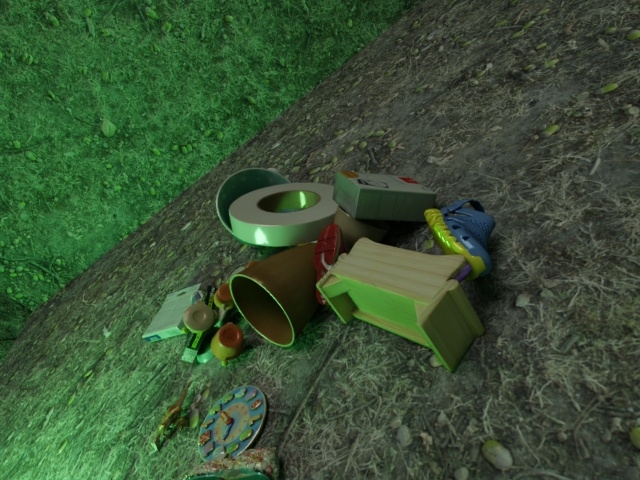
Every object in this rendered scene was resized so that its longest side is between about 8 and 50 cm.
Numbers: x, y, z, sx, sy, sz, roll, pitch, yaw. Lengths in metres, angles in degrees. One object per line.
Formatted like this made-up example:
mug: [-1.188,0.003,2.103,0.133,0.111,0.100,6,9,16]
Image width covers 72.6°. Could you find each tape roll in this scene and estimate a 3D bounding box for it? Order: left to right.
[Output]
tape roll: [-0.099,-0.097,1.411,0.392,0.072,0.392,-5,26,2]

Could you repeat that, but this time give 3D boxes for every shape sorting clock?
shape sorting clock: [-0.221,0.453,1.083,0.206,0.040,0.206,-29,32,20]

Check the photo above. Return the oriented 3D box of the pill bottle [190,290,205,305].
pill bottle: [-0.434,0.234,1.599,0.067,0.067,0.120,-45,29,-8]

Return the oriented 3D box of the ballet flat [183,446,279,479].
ballet flat: [-0.187,0.500,0.948,0.241,0.091,0.077,-17,26,21]

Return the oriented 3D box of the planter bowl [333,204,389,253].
planter bowl: [0.103,-0.023,1.259,0.109,0.162,0.162,-65,24,18]

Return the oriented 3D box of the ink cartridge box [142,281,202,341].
ink cartridge box: [-0.567,0.282,1.709,0.223,0.045,0.224,-19,35,32]

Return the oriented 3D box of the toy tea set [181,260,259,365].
toy tea set: [-0.257,0.216,1.345,0.336,0.200,0.124,-43,-11,-36]

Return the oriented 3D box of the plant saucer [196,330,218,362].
plant saucer: [-0.363,0.341,1.419,0.119,0.021,0.119,-29,31,20]

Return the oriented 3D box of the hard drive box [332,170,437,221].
hard drive box: [0.174,-0.125,1.228,0.181,0.232,0.089,-129,45,-60]

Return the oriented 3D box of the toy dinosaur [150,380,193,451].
toy dinosaur: [-0.416,0.487,1.238,0.112,0.064,0.211,-8,43,46]

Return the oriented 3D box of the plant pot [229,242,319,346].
plant pot: [-0.078,0.121,1.213,0.237,0.237,0.254,0,32,49]

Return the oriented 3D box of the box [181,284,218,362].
box: [-0.395,0.271,1.432,0.190,0.045,0.184,-62,15,16]

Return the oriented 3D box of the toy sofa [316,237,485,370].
toy sofa: [0.174,0.122,0.966,0.177,0.150,0.363,-47,30,-21]

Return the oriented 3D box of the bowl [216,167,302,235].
bowl: [-0.239,-0.100,1.642,0.311,0.312,0.163,-58,1,-29]

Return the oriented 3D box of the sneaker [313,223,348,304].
sneaker: [0.054,0.073,1.172,0.087,0.128,0.221,-9,68,46]

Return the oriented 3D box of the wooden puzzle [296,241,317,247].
wooden puzzle: [0.000,0.000,1.439,0.239,0.044,0.221,-15,38,37]

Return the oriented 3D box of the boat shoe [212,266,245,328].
boat shoe: [-0.291,0.200,1.469,0.095,0.079,0.254,-27,29,27]

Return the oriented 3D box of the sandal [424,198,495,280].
sandal: [0.328,-0.021,0.980,0.138,0.126,0.317,-23,21,11]

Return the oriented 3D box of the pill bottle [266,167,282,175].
pill bottle: [-0.233,-0.206,1.885,0.146,0.146,0.264,-23,34,28]
